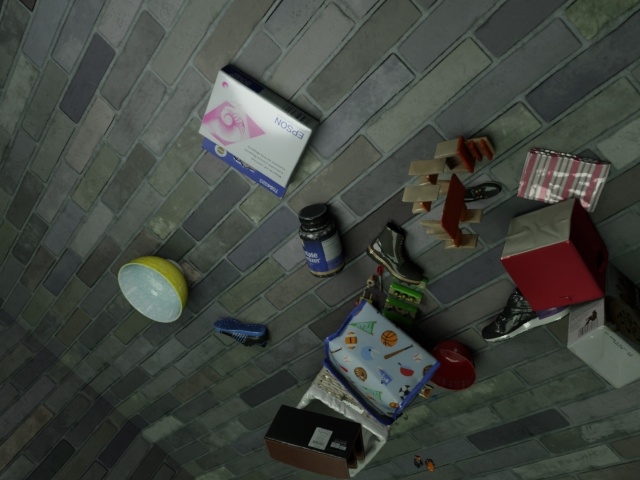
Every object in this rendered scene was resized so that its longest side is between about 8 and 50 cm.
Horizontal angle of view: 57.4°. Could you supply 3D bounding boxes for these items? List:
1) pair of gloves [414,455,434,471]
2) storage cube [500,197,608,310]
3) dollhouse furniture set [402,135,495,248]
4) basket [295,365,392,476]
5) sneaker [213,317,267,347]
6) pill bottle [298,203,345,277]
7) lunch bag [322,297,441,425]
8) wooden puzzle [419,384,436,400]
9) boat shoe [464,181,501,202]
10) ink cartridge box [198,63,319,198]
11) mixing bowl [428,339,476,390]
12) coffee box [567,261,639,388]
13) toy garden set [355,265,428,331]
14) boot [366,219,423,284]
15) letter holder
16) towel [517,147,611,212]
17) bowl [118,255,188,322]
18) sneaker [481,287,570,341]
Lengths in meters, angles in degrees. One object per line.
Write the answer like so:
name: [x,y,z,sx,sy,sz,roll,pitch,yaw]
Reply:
pair of gloves: [0.421,0.909,2.379,0.083,0.010,0.074,6,126,25]
storage cube: [0.603,0.039,1.512,0.215,0.183,0.193,-20,117,41]
dollhouse furniture set: [0.346,-0.132,1.478,0.135,0.259,0.262,-1,152,37]
basket: [0.089,0.634,2.183,0.328,0.266,0.331,31,133,4]
sneaker: [-0.319,0.375,2.332,0.232,0.081,0.090,7,119,22]
pill bottle: [0.000,0.000,1.861,0.123,0.123,0.219,1,123,27]
lunch bag: [0.184,0.421,1.935,0.328,0.239,0.385,42,163,17]
wooden puzzle: [0.370,0.548,2.139,0.116,0.014,0.078,19,130,15]
boat shoe: [0.426,-0.128,1.596,0.133,0.042,0.049,-7,117,30]
ink cartridge box: [-0.207,-0.310,1.782,0.324,0.071,0.330,32,131,3]
mixing bowl: [0.433,0.397,1.937,0.181,0.098,0.181,14,129,18]
coffee box: [0.742,0.204,1.499,0.168,0.297,0.119,40,129,-2]
toy garden set: [0.224,0.190,1.930,0.204,0.049,0.244,21,130,13]
boot: [0.251,0.039,1.794,0.198,0.077,0.137,31,127,3]
letter holder: [-0.014,0.726,2.029,0.302,0.152,0.214,7,127,22]
towel: [0.614,-0.151,1.487,0.197,0.029,0.144,15,130,18]
bowl: [-0.624,0.161,2.287,0.289,0.156,0.289,14,129,18]
sneaker: [0.586,0.201,1.731,0.283,0.107,0.124,-33,89,36]
